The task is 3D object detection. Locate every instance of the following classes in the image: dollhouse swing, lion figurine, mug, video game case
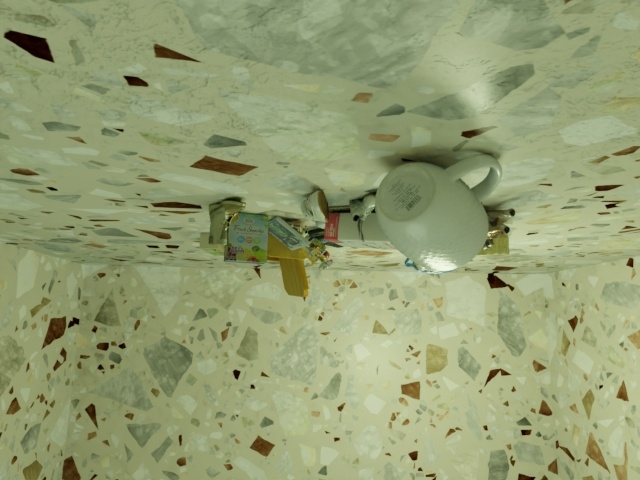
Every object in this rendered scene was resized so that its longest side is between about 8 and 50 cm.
[{"bbox_3d":[-0.245,0.135,2.292,0.315,0.305,0.347,6,175,-25],"label":"dollhouse swing"},{"bbox_3d":[0.571,-0.083,1.690,0.392,0.142,0.240,21,170,-22],"label":"lion figurine"},{"bbox_3d":[0.344,-0.106,1.254,0.374,0.276,0.328,-36,147,19],"label":"mug"},{"bbox_3d":[-0.160,-0.029,1.989,0.190,0.022,0.173,40,154,-17],"label":"video game case"}]

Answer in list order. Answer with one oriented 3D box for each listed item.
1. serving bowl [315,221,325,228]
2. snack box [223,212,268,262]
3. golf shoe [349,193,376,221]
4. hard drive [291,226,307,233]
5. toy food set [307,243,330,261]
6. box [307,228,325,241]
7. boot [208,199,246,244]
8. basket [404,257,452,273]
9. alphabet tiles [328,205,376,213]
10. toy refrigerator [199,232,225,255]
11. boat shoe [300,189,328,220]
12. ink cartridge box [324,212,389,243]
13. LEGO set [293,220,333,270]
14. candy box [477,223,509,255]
[{"bbox_3d":[0.018,-0.071,1.992,0.083,0.027,0.083,0,169,0],"label":"serving bowl"},{"bbox_3d":[-0.315,-0.009,1.858,0.174,0.207,0.070,4,169,-23],"label":"snack box"},{"bbox_3d":[0.172,-0.116,1.586,0.069,0.086,0.176,9,165,-30],"label":"golf shoe"},{"bbox_3d":[-0.140,-0.040,2.184,0.094,0.022,0.135,8,167,-34],"label":"hard drive"},{"bbox_3d":[0.001,0.061,2.542,0.128,0.071,0.218,43,166,-15],"label":"toy food set"},{"bbox_3d":[0.079,-0.016,2.198,0.233,0.059,0.183,12,165,-43],"label":"box"},{"bbox_3d":[-0.359,-0.065,1.673,0.213,0.165,0.077,-7,168,44],"label":"boot"},{"bbox_3d":[0.584,0.082,2.297,0.255,0.201,0.289,-1,160,2],"label":"basket"},{"bbox_3d":[0.177,-0.107,1.832,0.342,0.011,0.285,-2,169,14],"label":"alphabet tiles"},{"bbox_3d":[-0.566,0.030,2.393,0.102,0.094,0.269,0,169,3],"label":"toy refrigerator"},{"bbox_3d":[-0.025,-0.112,1.583,0.096,0.098,0.277,-1,171,5],"label":"boat shoe"},{"bbox_3d":[0.187,-0.038,1.783,0.283,0.117,0.207,3,171,29],"label":"ink cartridge box"},{"bbox_3d":[-0.044,0.004,2.058,0.132,0.107,0.287,-1,128,54],"label":"LEGO set"},{"bbox_3d":[0.663,-0.001,1.961,0.316,0.087,0.183,-3,-161,17],"label":"candy box"}]
